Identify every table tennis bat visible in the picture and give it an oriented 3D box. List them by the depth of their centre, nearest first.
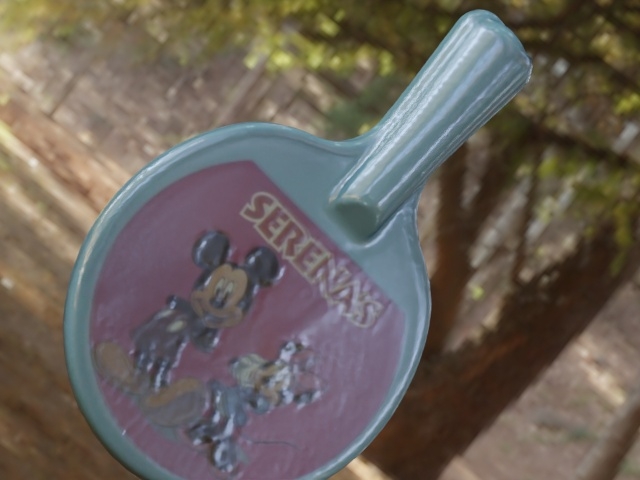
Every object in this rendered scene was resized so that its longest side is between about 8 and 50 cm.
[{"bbox_3d":[0.000,0.000,0.670,0.153,0.244,0.040,47,-12,-21],"label":"table tennis bat"}]
